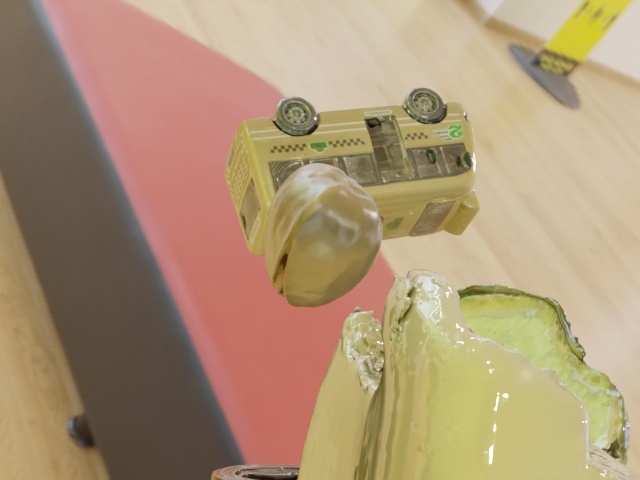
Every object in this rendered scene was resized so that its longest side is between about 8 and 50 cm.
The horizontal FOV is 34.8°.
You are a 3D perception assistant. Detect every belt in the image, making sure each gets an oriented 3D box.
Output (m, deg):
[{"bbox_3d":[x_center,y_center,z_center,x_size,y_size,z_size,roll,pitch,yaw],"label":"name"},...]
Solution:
[{"bbox_3d":[-0.053,0.404,1.581,0.261,0.184,0.105,11,82,-36],"label":"belt"}]

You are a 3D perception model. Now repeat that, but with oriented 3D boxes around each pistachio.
[{"bbox_3d":[0.000,0.000,0.892,0.113,0.149,0.113,11,42,-10],"label":"pistachio"}]

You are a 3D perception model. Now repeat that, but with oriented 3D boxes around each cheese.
[{"bbox_3d":[0.057,0.132,0.456,0.127,0.233,0.266,9,-1,-10],"label":"cheese"}]

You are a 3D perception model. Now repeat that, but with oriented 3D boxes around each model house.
[{"bbox_3d":[0.203,0.238,1.060,0.266,0.261,0.321,53,3,-35],"label":"model house"}]

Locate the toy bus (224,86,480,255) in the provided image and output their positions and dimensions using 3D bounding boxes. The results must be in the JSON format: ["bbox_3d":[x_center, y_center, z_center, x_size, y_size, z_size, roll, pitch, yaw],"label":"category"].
[{"bbox_3d":[0.054,-0.095,1.527,0.365,0.177,0.202,-8,64,-18],"label":"toy bus"}]
